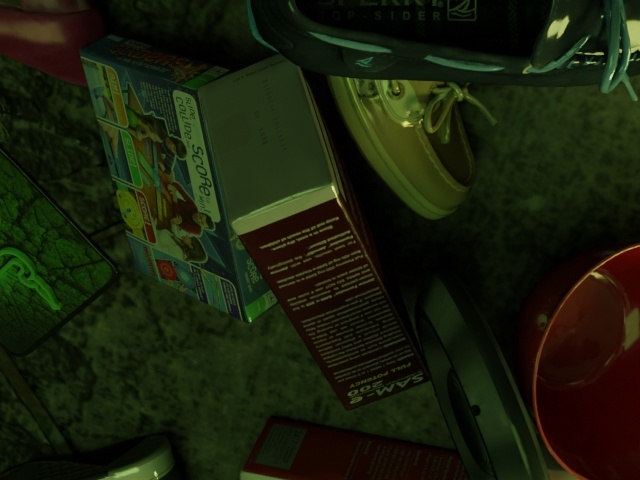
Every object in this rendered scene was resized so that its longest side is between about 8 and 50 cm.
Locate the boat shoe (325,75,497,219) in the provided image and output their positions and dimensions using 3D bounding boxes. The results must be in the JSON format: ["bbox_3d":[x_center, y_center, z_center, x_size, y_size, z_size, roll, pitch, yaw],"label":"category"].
[{"bbox_3d":[0.050,-0.148,0.924,0.089,0.104,0.285,-18,109,26],"label":"boat shoe"}]

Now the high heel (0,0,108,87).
[{"bbox_3d":[-0.281,-0.157,1.039,0.244,0.082,0.117,-8,110,9],"label":"high heel"}]

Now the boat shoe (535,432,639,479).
[{"bbox_3d":[0.290,0.180,1.029,0.267,0.096,0.088,-8,109,11],"label":"boat shoe"}]

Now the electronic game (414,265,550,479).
[{"bbox_3d":[0.122,0.127,0.981,0.048,0.229,0.229,-21,111,-4],"label":"electronic game"}]

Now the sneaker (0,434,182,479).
[{"bbox_3d":[-0.211,0.277,1.230,0.226,0.086,0.163,-14,108,21],"label":"sneaker"}]

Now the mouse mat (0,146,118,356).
[{"bbox_3d":[-0.280,0.001,1.158,0.152,0.007,0.190,-38,100,29],"label":"mouse mat"}]

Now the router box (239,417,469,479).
[{"bbox_3d":[0.082,0.337,1.174,0.301,0.082,0.335,9,118,12],"label":"router box"}]

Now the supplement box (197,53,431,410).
[{"bbox_3d":[0.000,0.000,0.937,0.073,0.130,0.239,-22,139,7],"label":"supplement box"}]

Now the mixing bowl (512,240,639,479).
[{"bbox_3d":[0.206,0.075,0.975,0.181,0.098,0.181,-6,107,-22],"label":"mixing bowl"}]

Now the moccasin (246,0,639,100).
[{"bbox_3d":[0.130,-0.142,0.834,0.342,0.117,0.138,-10,100,-6],"label":"moccasin"}]

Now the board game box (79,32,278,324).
[{"bbox_3d":[-0.105,-0.045,1.014,0.136,0.035,0.201,23,135,38],"label":"board game box"}]
